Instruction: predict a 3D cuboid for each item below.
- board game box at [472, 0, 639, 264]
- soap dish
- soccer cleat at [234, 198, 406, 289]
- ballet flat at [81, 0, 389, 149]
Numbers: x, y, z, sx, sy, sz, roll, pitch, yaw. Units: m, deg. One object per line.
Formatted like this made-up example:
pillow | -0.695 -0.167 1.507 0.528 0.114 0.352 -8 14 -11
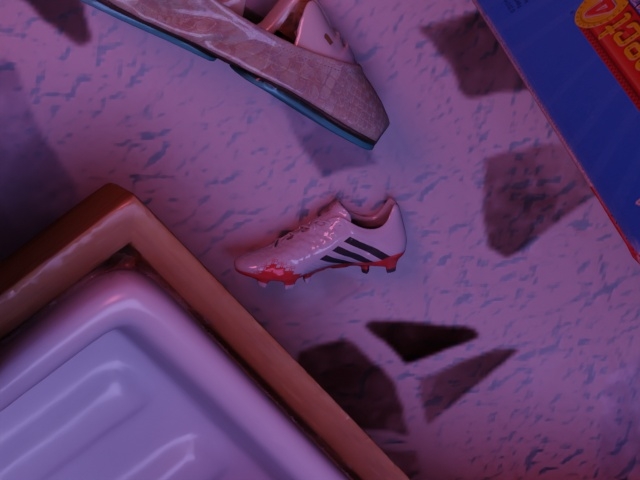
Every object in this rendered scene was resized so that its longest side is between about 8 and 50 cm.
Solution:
board game box | 0.182 0.004 0.767 0.086 0.308 0.302 -34 121 9
soap dish | -0.088 0.127 0.887 0.229 0.118 0.291 -37 121 9
soccer cleat | 0.000 0.000 0.887 0.083 0.029 0.036 -7 113 -14
ballet flat | -0.029 -0.093 0.809 0.168 0.057 0.052 26 101 -26
